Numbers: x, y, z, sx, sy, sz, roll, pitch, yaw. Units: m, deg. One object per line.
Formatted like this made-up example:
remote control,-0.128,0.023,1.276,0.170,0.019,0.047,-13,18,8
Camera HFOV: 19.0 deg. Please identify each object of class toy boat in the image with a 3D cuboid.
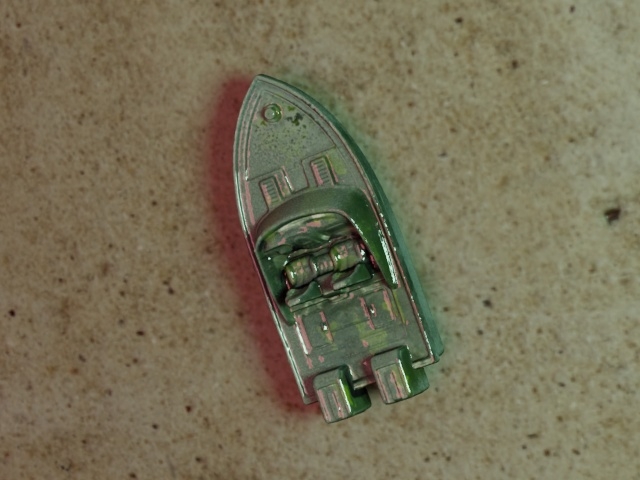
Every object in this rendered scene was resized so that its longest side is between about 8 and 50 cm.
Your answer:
toy boat,0.000,0.000,1.722,0.141,0.092,0.319,-21,89,27
